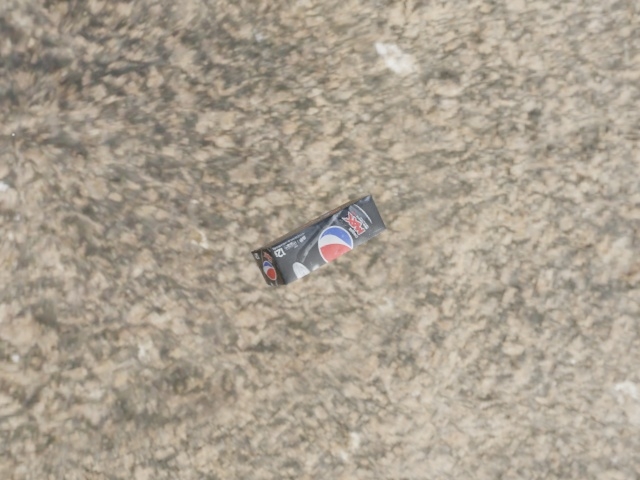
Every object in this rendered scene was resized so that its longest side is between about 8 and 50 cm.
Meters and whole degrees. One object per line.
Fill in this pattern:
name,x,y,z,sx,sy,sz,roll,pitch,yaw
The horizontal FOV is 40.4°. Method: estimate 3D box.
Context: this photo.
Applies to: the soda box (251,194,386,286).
soda box,0.000,0.000,1.121,0.169,0.060,0.053,-29,98,-28
